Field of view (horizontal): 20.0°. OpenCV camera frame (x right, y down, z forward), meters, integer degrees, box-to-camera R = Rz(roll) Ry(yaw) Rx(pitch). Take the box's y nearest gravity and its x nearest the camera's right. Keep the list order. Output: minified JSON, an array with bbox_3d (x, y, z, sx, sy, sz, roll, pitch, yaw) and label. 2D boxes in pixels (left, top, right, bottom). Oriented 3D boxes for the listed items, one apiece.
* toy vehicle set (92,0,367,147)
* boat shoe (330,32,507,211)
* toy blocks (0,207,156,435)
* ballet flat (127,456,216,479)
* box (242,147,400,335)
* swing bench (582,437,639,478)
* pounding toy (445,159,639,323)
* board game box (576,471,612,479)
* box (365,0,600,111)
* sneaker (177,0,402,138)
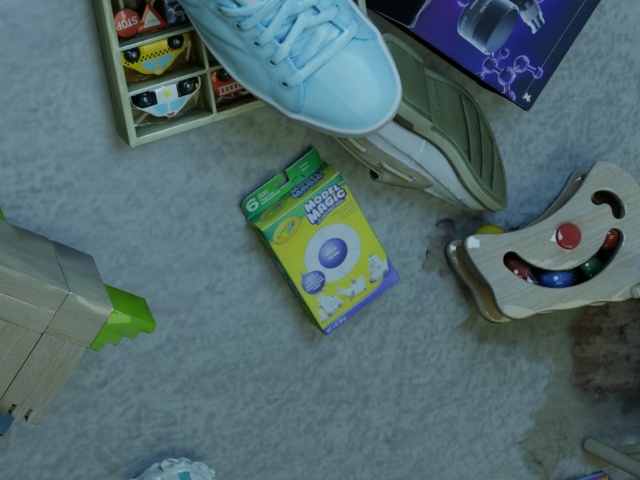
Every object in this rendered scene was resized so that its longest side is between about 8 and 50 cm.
[{"bbox_3d":[-0.082,-0.209,1.755,0.267,0.035,0.166,-20,118,-19],"label":"toy vehicle set"},{"bbox_3d":[0.091,-0.110,1.847,0.103,0.113,0.302,-18,146,26],"label":"boat shoe"},{"bbox_3d":[-0.384,0.092,1.662,0.381,0.190,0.261,23,111,-32],"label":"toy blocks"},{"bbox_3d":[-0.151,0.428,1.931,0.147,0.147,0.408,-12,116,-23],"label":"ballet flat"},{"bbox_3d":[0.000,0.000,1.882,0.105,0.043,0.179,-38,121,-9],"label":"box"},{"bbox_3d":[0.442,0.173,2.056,0.165,0.255,0.253,-6,113,-26],"label":"swing bench"},{"bbox_3d":[0.283,-0.005,1.938,0.270,0.155,0.154,-10,86,-13],"label":"pounding toy"},{"bbox_3d":[0.311,0.355,2.180,0.169,0.033,0.133,-11,111,-34],"label":"board game box"},{"bbox_3d":[0.198,-0.292,1.828,0.184,0.103,0.261,29,95,-36],"label":"box"},{"bbox_3d":[-0.067,-0.223,1.616,0.366,0.150,0.135,42,94,-9],"label":"sneaker"}]
